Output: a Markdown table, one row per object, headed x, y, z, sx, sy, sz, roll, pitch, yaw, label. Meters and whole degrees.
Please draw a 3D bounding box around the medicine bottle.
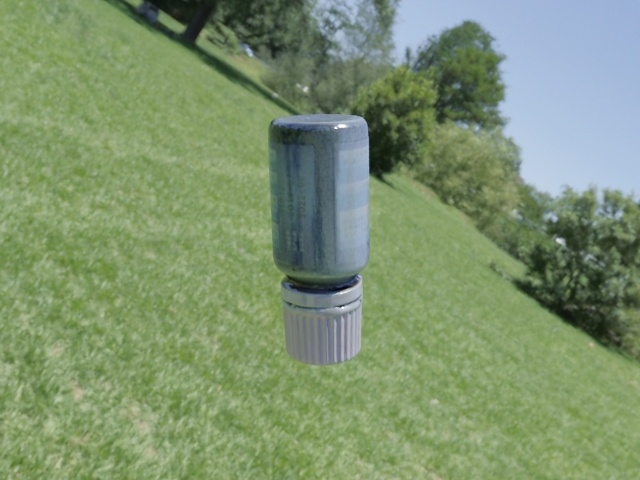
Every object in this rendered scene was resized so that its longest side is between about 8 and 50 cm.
| x | y | z | sx | sy | sz | roll | pitch | yaw | label |
| --- | --- | --- | --- | --- | --- | --- | --- | --- | --- |
| 0.000 | 0.000 | 0.602 | 0.083 | 0.203 | 0.083 | -1 | 13 | 0 | medicine bottle |
